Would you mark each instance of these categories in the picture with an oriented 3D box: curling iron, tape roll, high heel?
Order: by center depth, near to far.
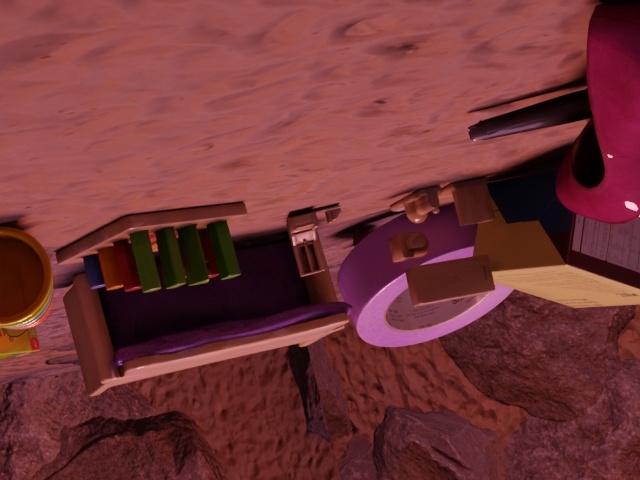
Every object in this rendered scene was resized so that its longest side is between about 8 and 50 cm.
[{"bbox_3d":[0.245,-0.116,1.113,0.181,0.127,0.377,18,161,-10],"label":"high heel"},{"bbox_3d":[0.276,-0.143,1.233,0.274,0.035,0.068,-14,161,8],"label":"curling iron"},{"bbox_3d":[0.168,0.052,1.930,0.274,0.090,0.275,-17,150,-10],"label":"tape roll"}]

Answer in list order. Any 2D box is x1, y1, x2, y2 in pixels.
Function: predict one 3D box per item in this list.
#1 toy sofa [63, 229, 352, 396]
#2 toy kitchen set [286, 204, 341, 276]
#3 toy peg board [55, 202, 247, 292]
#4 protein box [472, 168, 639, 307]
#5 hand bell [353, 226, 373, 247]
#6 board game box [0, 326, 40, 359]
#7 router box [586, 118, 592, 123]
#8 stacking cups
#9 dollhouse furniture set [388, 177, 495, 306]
[{"bbox_3d":[-0.149,0.089,1.730,0.362,0.150,0.177,-11,167,-28],"label":"toy sofa"},{"bbox_3d":[0.000,0.000,1.625,0.068,0.075,0.083,-15,177,-6],"label":"toy kitchen set"},{"bbox_3d":[-0.182,0.023,1.424,0.161,0.079,0.160,-8,170,-42],"label":"toy peg board"},{"bbox_3d":[0.349,0.000,1.729,0.201,0.136,0.199,17,166,-29],"label":"protein box"},{"bbox_3d":[0.085,0.023,2.003,0.126,0.126,0.242,-15,160,5],"label":"hand bell"},{"bbox_3d":[-0.403,0.094,1.476,0.043,0.092,0.181,-17,173,22],"label":"board game box"},{"bbox_3d":[0.459,-0.139,1.436,0.301,0.082,0.335,-16,173,14],"label":"router box"},{"bbox_3d":[-0.330,0.051,1.341,0.096,0.096,0.316,-13,176,-13],"label":"stacking cups"},{"bbox_3d":[0.154,0.011,1.730,0.144,0.151,0.123,-9,172,-24],"label":"dollhouse furniture set"}]
